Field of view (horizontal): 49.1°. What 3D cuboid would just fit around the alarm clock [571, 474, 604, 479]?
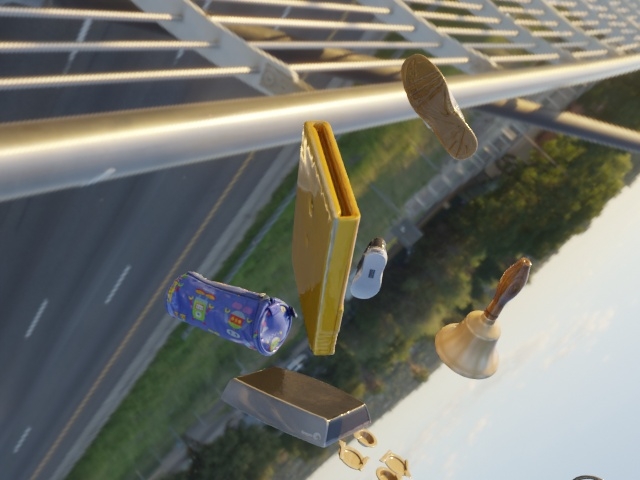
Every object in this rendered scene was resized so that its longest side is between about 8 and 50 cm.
[{"bbox_3d":[0.266,0.290,0.633,0.129,0.192,0.064,-15,-163,33],"label":"alarm clock"}]

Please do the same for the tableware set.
[{"bbox_3d":[0.116,0.459,1.472,0.020,0.169,0.141,-62,171,20],"label":"tableware set"}]

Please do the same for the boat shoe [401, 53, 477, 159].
[{"bbox_3d":[0.281,-0.317,1.692,0.098,0.277,0.096,-29,-176,12],"label":"boat shoe"}]

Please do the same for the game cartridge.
[{"bbox_3d":[0.000,0.000,1.228,0.053,0.285,0.323,-3,131,-10],"label":"game cartridge"}]

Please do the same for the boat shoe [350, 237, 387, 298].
[{"bbox_3d":[0.135,0.074,1.923,0.228,0.080,0.076,100,3,-52],"label":"boat shoe"}]

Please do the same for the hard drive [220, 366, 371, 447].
[{"bbox_3d":[-0.046,0.309,1.341,0.172,0.255,0.054,-5,105,-53],"label":"hard drive"}]

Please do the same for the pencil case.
[{"bbox_3d":[-0.209,0.156,1.580,0.119,0.306,0.133,-18,117,-54],"label":"pencil case"}]

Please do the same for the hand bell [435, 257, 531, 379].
[{"bbox_3d":[0.302,0.121,1.215,0.126,0.126,0.242,-31,153,-41],"label":"hand bell"}]
